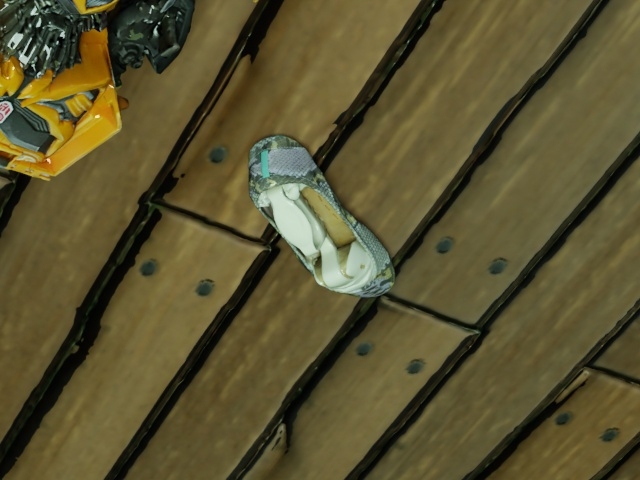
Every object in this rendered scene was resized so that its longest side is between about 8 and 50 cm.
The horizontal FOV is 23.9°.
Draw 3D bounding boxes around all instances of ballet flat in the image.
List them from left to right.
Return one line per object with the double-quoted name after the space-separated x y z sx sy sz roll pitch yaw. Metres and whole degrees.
0.000 0.000 0.727 0.041 0.041 0.114 -23 128 20 "ballet flat"

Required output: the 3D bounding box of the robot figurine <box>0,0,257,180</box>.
-0.076 -0.127 0.538 0.291 0.085 0.211 -42 149 22 "robot figurine"
